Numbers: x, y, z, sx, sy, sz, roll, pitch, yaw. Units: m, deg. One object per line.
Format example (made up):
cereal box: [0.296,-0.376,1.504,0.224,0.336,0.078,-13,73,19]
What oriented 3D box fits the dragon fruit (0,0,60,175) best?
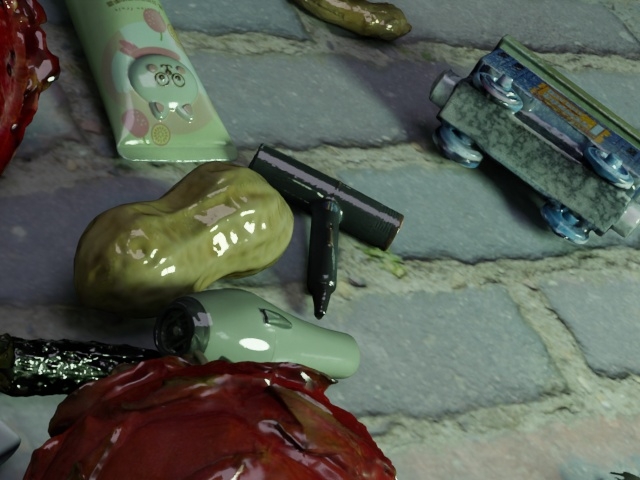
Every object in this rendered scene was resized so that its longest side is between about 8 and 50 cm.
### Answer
dragon fruit: [-0.394,-0.137,1.247,0.286,0.228,0.329,70,18,-1]

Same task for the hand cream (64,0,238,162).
hand cream: [-0.202,-0.203,1.484,0.147,0.093,0.306,-3,57,-40]

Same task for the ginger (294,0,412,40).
ginger: [0.040,-0.301,1.808,0.173,0.051,0.069,21,33,-19]

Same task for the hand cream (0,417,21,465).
hand cream: [-0.334,0.086,1.045,0.255,0.048,0.079,41,34,11]

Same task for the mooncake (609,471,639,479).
mooncake: [0.427,0.232,1.428,0.150,0.057,0.346,29,30,29]

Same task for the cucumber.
cucumber: [-0.193,0.104,1.135,0.181,0.053,0.053,8,41,-35]

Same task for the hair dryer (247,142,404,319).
hair dryer: [-0.014,-0.003,1.410,0.173,0.050,0.195,26,38,-3]

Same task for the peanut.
peanut: [-0.117,-0.003,1.254,0.111,0.125,0.274,44,36,13]

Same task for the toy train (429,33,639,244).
toy train: [0.276,-0.118,1.706,0.299,0.131,0.202,39,28,9]

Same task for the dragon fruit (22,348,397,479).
dragon fruit: [-0.067,0.215,0.904,0.277,0.277,0.342,11,38,-28]

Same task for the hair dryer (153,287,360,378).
hair dryer: [-0.017,0.156,1.198,0.229,0.092,0.267,-13,74,-58]
